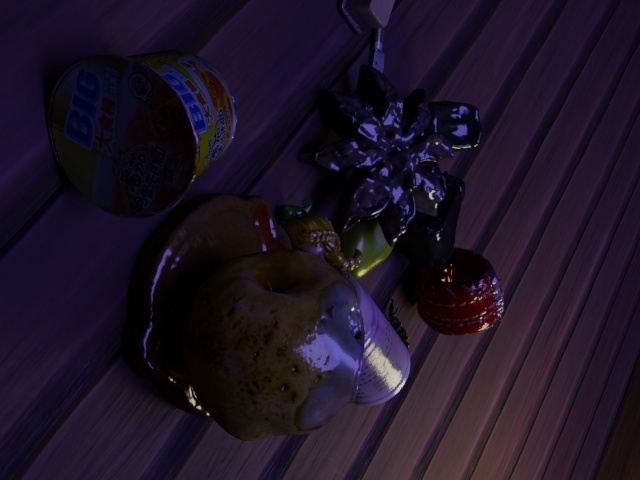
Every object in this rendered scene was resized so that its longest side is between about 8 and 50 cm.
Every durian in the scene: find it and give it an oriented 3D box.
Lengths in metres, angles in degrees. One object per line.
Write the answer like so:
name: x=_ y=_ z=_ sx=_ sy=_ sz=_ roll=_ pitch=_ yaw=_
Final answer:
durian: x=0.127 y=0.220 z=1.980 sx=0.100 sy=0.086 sz=0.215 roll=125 pitch=-20 yaw=-84

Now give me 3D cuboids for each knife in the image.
knife: x=0.107 y=-0.341 z=1.842 sx=0.047 sy=0.017 sz=0.298 roll=3 pitch=94 yaw=-65

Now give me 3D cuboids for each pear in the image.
pear: x=-0.064 y=0.147 z=1.371 sx=0.271 sy=0.271 sz=0.271 roll=-21 pitch=115 yaw=-55

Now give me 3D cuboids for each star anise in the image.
star anise: x=0.115 y=-0.151 z=1.741 sx=0.332 sy=0.117 sz=0.331 roll=0 pitch=89 yaw=-37

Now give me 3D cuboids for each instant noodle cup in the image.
instant noodle cup: x=-0.206 y=-0.140 z=1.221 sx=0.153 sy=0.205 sz=0.205 roll=-40 pitch=130 yaw=-61

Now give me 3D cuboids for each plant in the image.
plant: x=0.200 y=-0.059 z=1.946 sx=0.164 sy=0.142 sz=0.256 roll=-59 pitch=146 yaw=-30

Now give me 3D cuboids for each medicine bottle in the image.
medicine bottle: x=0.048 y=0.172 z=1.740 sx=0.254 sy=0.152 sz=0.152 roll=54 pitch=52 yaw=-49

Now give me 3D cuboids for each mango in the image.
mango: x=0.077 y=-0.004 z=1.805 sx=0.163 sy=0.089 sz=0.117 roll=-43 pitch=127 yaw=-46

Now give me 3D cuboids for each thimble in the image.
thimble: x=0.282 y=0.106 z=2.080 sx=0.163 sy=0.189 sz=0.125 roll=-29 pitch=122 yaw=-24

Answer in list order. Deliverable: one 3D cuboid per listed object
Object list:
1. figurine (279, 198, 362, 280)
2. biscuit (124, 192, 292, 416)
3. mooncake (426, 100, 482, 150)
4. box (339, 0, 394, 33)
figurine: x=0.000 y=0.000 z=1.644 sx=0.115 sy=0.095 sz=0.156 roll=-21 pitch=73 yaw=-30
biscuit: x=-0.146 y=0.111 z=1.498 sx=0.359 sy=0.074 sz=0.381 roll=-51 pitch=134 yaw=-37
mooncake: x=0.226 y=-0.220 z=1.927 sx=0.175 sy=0.168 sz=0.104 roll=-21 pitch=116 yaw=-72
box: x=0.089 y=-0.434 z=1.747 sx=0.089 sy=0.062 sz=0.122 roll=41 pitch=61 yaw=-54
